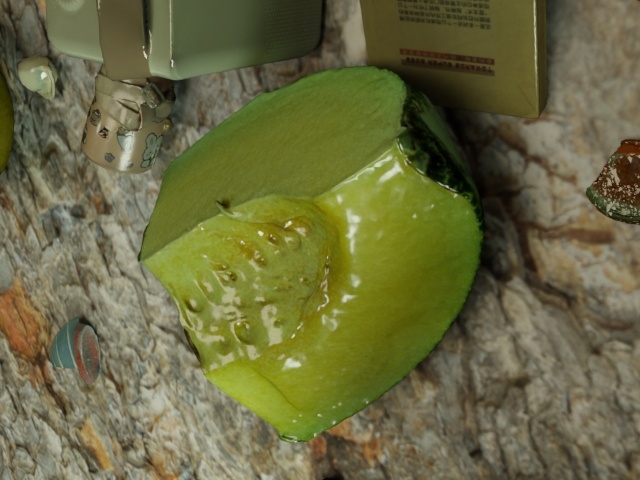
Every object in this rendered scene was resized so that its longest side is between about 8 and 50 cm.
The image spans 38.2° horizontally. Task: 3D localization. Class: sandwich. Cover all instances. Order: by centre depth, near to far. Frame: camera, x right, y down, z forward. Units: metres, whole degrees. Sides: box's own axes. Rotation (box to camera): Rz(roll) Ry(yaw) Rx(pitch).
[{"bbox_3d":[0.259,-0.046,0.734,0.101,0.026,0.069,2,106,40],"label":"sandwich"}]

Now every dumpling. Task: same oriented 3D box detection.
[{"bbox_3d":[-0.365,-0.211,1.202,0.077,0.043,0.059,-1,120,25],"label":"dumpling"}]

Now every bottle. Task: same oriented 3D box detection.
[{"bbox_3d":[-0.215,-0.159,1.056,0.099,0.099,0.152,39,122,24],"label":"bottle"}]

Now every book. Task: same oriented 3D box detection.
[{"bbox_3d":[0.103,-0.208,0.741,0.161,0.026,0.231,13,136,27],"label":"book"}]

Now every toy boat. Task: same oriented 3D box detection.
[{"bbox_3d":[-0.363,0.157,1.319,0.122,0.034,0.096,-4,95,42],"label":"toy boat"}]

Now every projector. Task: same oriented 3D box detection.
[{"bbox_3d":[-0.133,-0.244,0.861,0.177,0.242,0.163,16,116,35],"label":"projector"}]

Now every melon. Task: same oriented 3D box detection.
[{"bbox_3d":[0.000,0.000,0.852,0.343,0.226,0.331,-26,75,30],"label":"melon"}]

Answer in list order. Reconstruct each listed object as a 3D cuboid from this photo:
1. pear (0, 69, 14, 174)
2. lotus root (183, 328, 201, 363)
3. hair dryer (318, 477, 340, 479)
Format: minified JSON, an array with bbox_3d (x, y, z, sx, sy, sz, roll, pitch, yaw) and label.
[{"bbox_3d":[-0.550,-0.174,1.202,0.304,0.304,0.304,14,112,37],"label":"pear"},{"bbox_3d":[-0.097,0.117,1.049,0.179,0.089,0.080,56,167,9],"label":"lotus root"},{"bbox_3d":[-0.014,0.374,1.071,0.131,0.073,0.236,21,114,35],"label":"hair dryer"}]
